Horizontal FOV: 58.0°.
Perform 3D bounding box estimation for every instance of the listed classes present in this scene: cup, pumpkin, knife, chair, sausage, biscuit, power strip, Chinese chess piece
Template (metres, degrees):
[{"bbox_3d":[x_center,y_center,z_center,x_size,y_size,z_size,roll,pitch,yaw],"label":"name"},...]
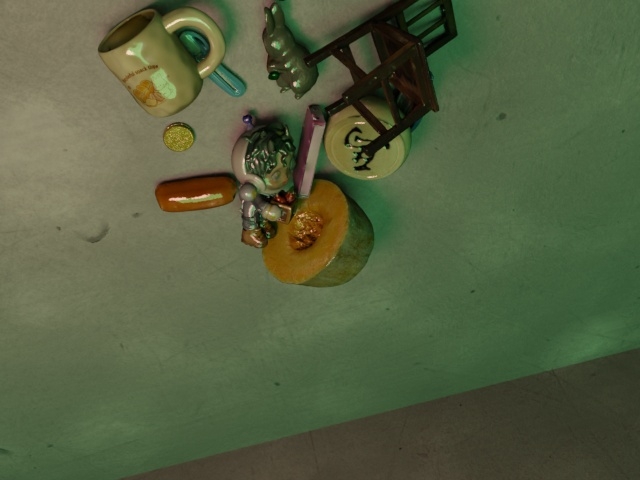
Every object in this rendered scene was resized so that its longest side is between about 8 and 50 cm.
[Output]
[{"bbox_3d":[-0.359,-0.436,1.362,0.255,0.173,0.202,-40,132,-5],"label":"cup"},{"bbox_3d":[0.000,0.000,1.776,0.332,0.332,0.199,-36,143,18],"label":"pumpkin"},{"bbox_3d":[-0.271,-0.441,1.461,0.064,0.031,0.222,-34,133,18],"label":"knife"},{"bbox_3d":[0.209,-0.432,1.401,0.416,0.240,0.203,-33,134,-3],"label":"chair"},{"bbox_3d":[-0.360,-0.133,1.688,0.238,0.098,0.098,-9,134,-7],"label":"sausage"},{"bbox_3d":[-0.389,-0.282,1.583,0.084,0.023,0.084,-8,134,-9],"label":"biscuit"},{"bbox_3d":[-0.036,-0.250,1.656,0.037,0.109,0.279,2,132,-16],"label":"power strip"},{"bbox_3d":[0.130,-0.284,1.626,0.250,0.101,0.250,8,139,7],"label":"Chinese chess piece"}]

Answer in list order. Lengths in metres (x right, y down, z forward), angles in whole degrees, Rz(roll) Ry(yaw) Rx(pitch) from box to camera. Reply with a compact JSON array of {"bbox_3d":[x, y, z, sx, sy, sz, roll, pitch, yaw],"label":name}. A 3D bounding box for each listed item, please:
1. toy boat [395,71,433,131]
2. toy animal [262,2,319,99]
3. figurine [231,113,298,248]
[{"bbox_3d":[0.259,-0.389,1.635,0.097,0.100,0.223,-33,153,-37],"label":"toy boat"},{"bbox_3d":[-0.090,-0.478,1.444,0.138,0.108,0.236,-36,124,-21],"label":"toy animal"},{"bbox_3d":[-0.157,-0.158,1.631,0.186,0.261,0.382,9,123,6],"label":"figurine"}]
